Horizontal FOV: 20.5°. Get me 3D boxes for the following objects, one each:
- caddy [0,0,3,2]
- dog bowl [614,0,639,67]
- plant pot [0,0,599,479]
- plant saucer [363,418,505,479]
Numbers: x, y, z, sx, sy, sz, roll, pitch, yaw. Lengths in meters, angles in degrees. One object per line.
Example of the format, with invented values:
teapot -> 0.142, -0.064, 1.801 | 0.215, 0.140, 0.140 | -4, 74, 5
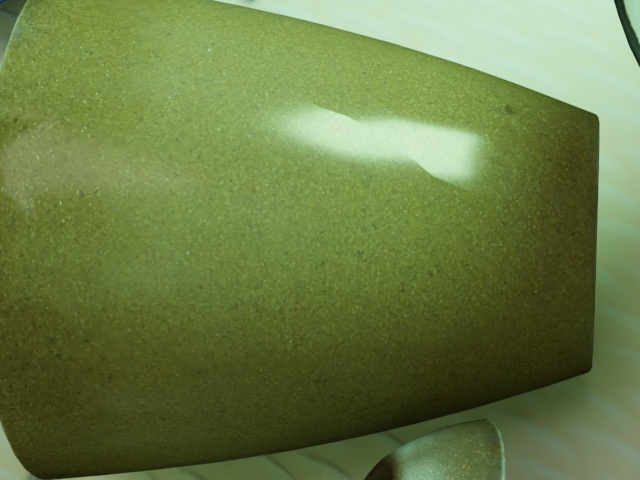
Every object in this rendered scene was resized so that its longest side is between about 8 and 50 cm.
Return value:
caddy -> -0.228, -0.292, 1.077 | 0.179, 0.241, 0.341 | -24, 54, 16
dog bowl -> 0.322, -0.112, 0.648 | 0.408, 0.150, 0.408 | -16, 49, 19
plant pot -> 0.000, 0.000, 0.822 | 0.254, 0.237, 0.237 | 3, 60, 9
plant saucer -> 0.019, 0.160, 0.719 | 0.036, 0.198, 0.199 | 22, 66, -6
